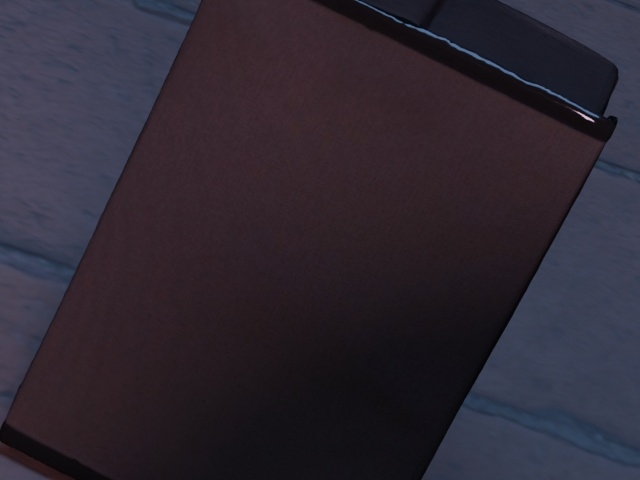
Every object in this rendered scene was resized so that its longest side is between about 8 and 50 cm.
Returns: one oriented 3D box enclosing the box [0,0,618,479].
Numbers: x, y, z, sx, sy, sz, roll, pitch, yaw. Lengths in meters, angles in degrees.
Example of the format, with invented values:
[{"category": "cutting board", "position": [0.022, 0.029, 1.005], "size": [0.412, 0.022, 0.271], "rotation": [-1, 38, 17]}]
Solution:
[{"category": "box", "position": [0.000, 0.000, 0.894], "size": [0.188, 0.252, 0.153], "rotation": [26, 20, 4]}]
